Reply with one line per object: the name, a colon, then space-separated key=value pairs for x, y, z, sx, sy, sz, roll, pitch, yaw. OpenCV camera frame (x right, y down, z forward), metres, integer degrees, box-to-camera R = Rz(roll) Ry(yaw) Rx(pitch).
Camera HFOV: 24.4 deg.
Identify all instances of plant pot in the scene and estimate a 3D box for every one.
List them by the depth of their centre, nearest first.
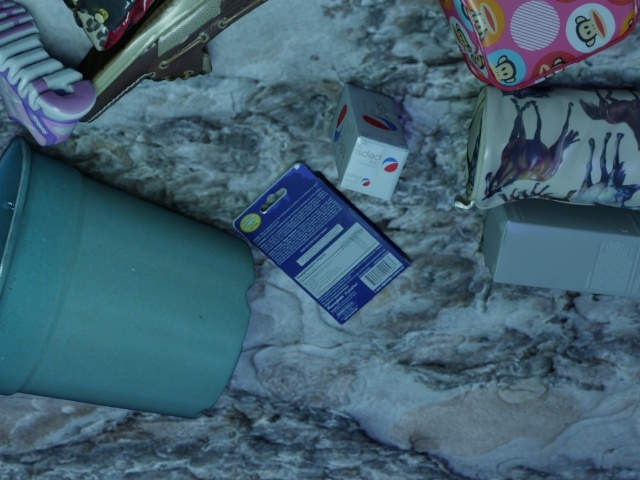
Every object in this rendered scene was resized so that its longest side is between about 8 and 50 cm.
plant pot: x=-0.284 y=0.073 z=1.932 sx=0.334 sy=0.341 sz=0.341 roll=16 pitch=112 yaw=-20

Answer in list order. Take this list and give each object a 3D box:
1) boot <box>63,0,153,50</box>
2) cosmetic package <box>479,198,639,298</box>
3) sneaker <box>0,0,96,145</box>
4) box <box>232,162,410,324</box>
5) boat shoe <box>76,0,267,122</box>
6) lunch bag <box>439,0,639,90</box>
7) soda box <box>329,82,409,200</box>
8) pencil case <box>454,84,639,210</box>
boot: x=-0.355 y=-0.335 z=1.777 sx=0.284 sy=0.138 sz=0.377 roll=42 pitch=90 yaw=-3
cosmetic package: x=0.349 y=0.004 z=2.042 sx=0.238 sy=0.127 sz=0.107 roll=8 pitch=114 yaw=-10
sneaker: x=-0.381 y=-0.207 z=1.866 sx=0.095 sy=0.236 sz=0.104 roll=-26 pitch=154 yaw=-37
box: x=0.000 y=0.000 z=2.061 sx=0.136 sy=0.036 sz=0.225 roll=-42 pitch=112 yaw=13
boat shoe: x=-0.185 y=-0.251 z=1.891 sx=0.342 sy=0.123 sz=0.123 roll=-41 pitch=117 yaw=14
lunch bag: x=0.269 y=-0.358 z=1.853 sx=0.258 sy=0.120 sz=0.293 roll=-25 pitch=104 yaw=-3
soda box: x=0.060 y=-0.130 z=1.908 sx=0.069 sy=0.216 sz=0.073 roll=16 pitch=112 yaw=-10
pencil case: x=0.383 y=-0.111 z=1.971 sx=0.410 sy=0.160 sz=0.183 roll=3 pitch=93 yaw=-6
